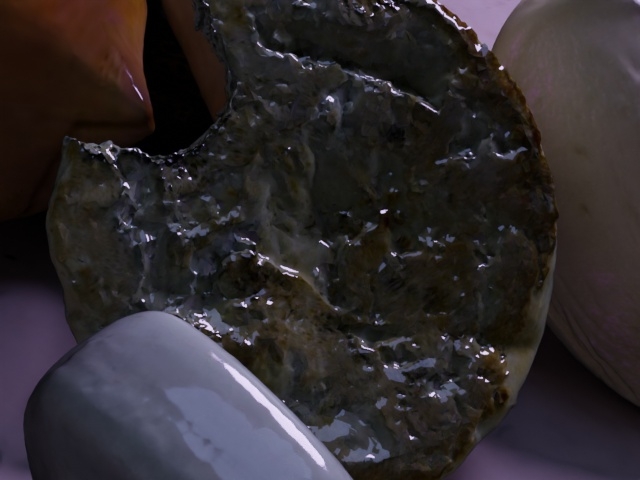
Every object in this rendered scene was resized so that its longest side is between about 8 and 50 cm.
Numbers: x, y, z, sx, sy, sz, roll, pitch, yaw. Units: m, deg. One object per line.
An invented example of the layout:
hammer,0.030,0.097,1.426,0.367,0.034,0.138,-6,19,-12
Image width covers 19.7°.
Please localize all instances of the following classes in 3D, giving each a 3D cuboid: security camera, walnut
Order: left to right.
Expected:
walnut,-0.190,-0.118,0.912,0.298,0.203,0.203,24,28,31
security camera,0.013,0.147,0.656,0.301,0.157,0.080,36,61,21

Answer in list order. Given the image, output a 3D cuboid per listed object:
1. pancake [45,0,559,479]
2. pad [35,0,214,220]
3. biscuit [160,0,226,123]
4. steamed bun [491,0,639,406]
pancake,0.000,0.000,0.838,0.254,0.253,0.037,8,-6,-19
pad,-0.071,-0.107,1.103,0.315,0.063,0.375,23,30,7
biscuit,-0.006,-0.117,0.989,0.237,0.062,0.290,9,54,-58
steamed bun,0.172,-0.031,0.984,0.250,0.155,0.200,59,32,-11
